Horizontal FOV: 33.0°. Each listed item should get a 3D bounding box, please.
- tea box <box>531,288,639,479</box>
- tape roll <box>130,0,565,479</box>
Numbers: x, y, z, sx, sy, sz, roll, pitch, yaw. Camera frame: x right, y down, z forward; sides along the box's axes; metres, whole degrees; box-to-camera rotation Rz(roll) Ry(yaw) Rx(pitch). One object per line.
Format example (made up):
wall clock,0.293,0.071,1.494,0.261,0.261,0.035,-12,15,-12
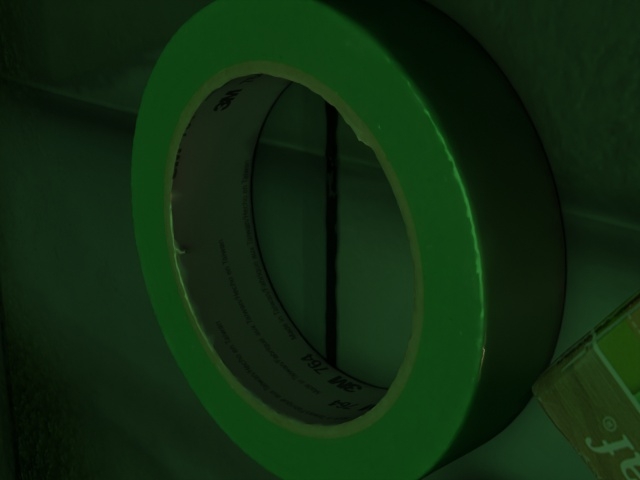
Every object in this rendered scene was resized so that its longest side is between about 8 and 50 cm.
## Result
tea box,0.298,0.064,0.272,0.329,0.220,0.323,56,137,19
tape roll,0.000,0.000,0.689,0.321,0.077,0.321,19,117,43
